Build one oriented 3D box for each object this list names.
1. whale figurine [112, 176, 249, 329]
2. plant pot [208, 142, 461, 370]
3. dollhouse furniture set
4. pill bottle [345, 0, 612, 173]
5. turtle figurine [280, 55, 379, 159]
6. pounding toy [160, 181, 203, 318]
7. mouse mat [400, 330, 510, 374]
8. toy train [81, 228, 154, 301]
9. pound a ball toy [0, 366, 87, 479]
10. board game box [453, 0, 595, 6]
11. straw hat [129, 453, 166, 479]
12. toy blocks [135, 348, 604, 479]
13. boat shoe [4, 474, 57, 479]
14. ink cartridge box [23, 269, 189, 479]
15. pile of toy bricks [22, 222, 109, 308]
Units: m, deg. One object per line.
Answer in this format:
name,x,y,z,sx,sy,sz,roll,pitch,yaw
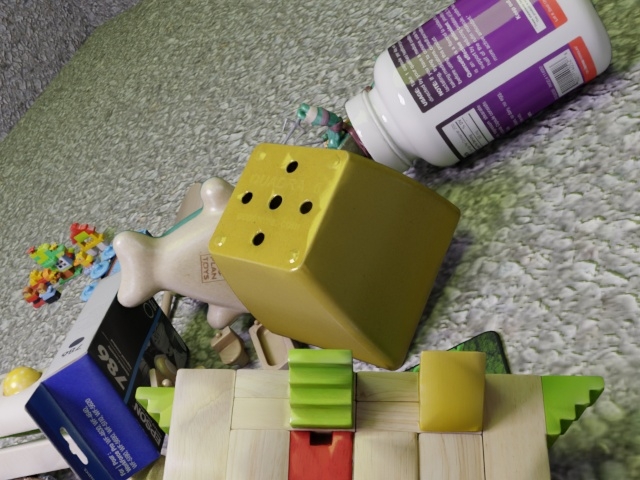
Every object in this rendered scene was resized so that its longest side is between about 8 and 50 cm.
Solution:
whale figurine,-0.150,0.014,1.066,0.272,0.216,0.141,-10,21,-22
plant pot,0.000,0.000,0.897,0.212,0.187,0.212,11,72,40
dollhouse furniture set,-0.120,0.145,0.983,0.151,0.123,0.144,-39,31,4
pill bottle,0.199,-0.220,1.026,0.323,0.181,0.181,-31,32,16
turtle figurine,0.036,-0.170,1.220,0.234,0.118,0.175,-44,-10,-7
pounding toy,-0.176,0.026,1.244,0.237,0.110,0.183,-56,30,38
mouse mat,0.127,0.183,0.774,0.153,0.007,0.189,-30,32,19
toy train,-0.354,0.064,1.395,0.105,0.080,0.184,-16,39,27
pound a ball toy,-0.414,0.229,1.145,0.319,0.135,0.208,-15,19,21
board game box,0.249,-0.415,1.121,0.142,0.275,0.144,-38,31,6
straw hat,-0.197,0.297,0.940,0.144,0.061,0.144,-29,33,21
toy blocks,0.026,0.238,0.592,0.382,0.190,0.260,0,61,5
boat shoe,-0.389,0.365,1.079,0.066,0.066,0.183,-33,33,-8
ink cartridge box,-0.253,0.169,0.990,0.065,0.165,0.332,-26,20,9
pile of toy bricks,-0.556,0.044,1.614,0.212,0.105,0.118,-29,33,21
